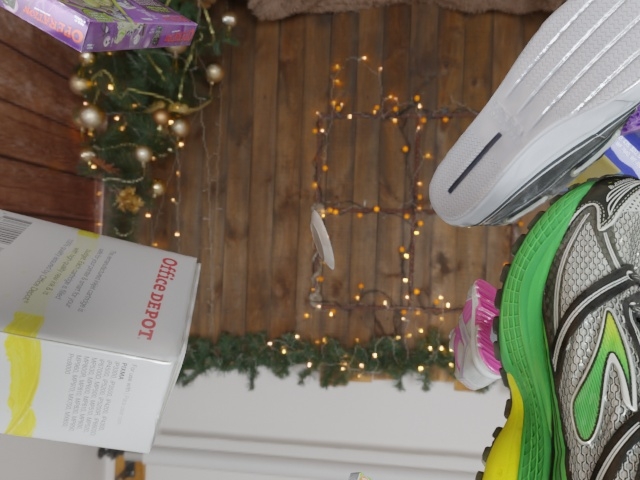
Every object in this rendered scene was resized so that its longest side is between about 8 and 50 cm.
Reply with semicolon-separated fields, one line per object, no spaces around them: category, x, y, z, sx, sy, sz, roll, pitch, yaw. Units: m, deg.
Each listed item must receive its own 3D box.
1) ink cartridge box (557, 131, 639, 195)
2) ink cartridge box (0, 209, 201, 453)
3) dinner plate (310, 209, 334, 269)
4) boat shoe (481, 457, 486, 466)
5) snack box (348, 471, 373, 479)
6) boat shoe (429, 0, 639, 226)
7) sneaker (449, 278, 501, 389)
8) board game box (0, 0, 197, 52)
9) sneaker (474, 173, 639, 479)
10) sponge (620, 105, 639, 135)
ink cartridge box;0.455;-0.149;0.835;0.303;0.072;0.307;44;178;0
ink cartridge box;-0.379;0.103;0.662;0.385;0.160;0.279;15;-159;-14
dinner plate;0.000;0.000;1.103;0.017;0.141;0.141;-18;-178;-8
boat shoe;0.187;0.241;0.508;0.045;0.135;0.050;35;167;25
snack box;0.075;0.501;0.867;0.100;0.141;0.037;38;142;-11
boat shoe;0.256;-0.136;0.517;0.119;0.121;0.335;4;143;-37
sneaker;0.287;0.167;0.900;0.103;0.111;0.252;36;-143;0
board game box;-0.341;-0.355;0.727;0.208;0.056;0.347;26;-156;-2
sneaker;0.210;0.110;0.335;0.134;0.343;0.146;24;159;-28
sponge;0.400;-0.148;0.490;0.117;0.031;0.210;-16;-178;-17
